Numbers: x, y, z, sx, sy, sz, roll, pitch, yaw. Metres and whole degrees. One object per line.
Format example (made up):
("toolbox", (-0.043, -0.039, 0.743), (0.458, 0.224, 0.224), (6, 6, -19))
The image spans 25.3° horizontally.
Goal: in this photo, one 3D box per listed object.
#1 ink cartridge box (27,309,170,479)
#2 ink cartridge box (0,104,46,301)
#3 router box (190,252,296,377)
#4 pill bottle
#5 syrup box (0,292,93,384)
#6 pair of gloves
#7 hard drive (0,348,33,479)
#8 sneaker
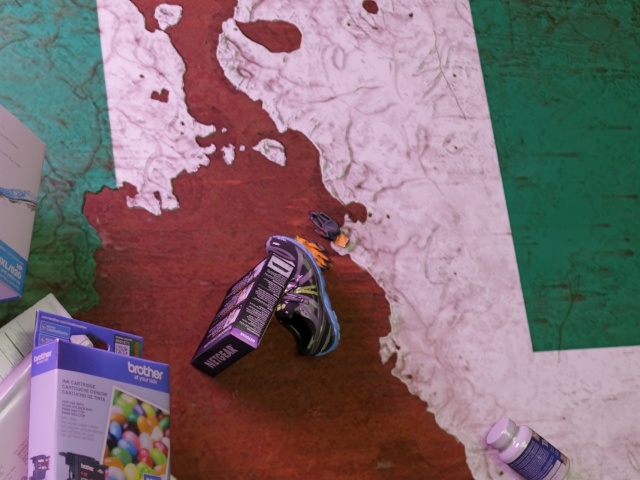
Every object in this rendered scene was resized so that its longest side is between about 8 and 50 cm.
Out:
("ink cartridge box", (-0.271, 0.243, 1.764), (0.186, 0.065, 0.311), (20, 56, -43))
("ink cartridge box", (-0.472, -0.051, 1.790), (0.168, 0.171, 0.232), (46, 39, -50))
("router box", (-0.108, 0.105, 1.959), (0.046, 0.179, 0.133), (32, 63, -10))
("pill bottle", (0.312, 0.321, 2.152), (0.120, 0.067, 0.067), (38, 61, -10))
("syrup box", (-0.420, 0.177, 1.833), (0.237, 0.093, 0.096), (-39, 93, -30))
("pair of gloves", (0.000, 0.000, 2.143), (0.074, 0.010, 0.083), (41, 60, -8))
("hard drive", (-0.323, 0.315, 1.804), (0.203, 0.040, 0.307), (-51, 117, -25))
("sneaker", (-0.035, 0.080, 2.066), (0.078, 0.067, 0.188), (-19, 85, -36))
